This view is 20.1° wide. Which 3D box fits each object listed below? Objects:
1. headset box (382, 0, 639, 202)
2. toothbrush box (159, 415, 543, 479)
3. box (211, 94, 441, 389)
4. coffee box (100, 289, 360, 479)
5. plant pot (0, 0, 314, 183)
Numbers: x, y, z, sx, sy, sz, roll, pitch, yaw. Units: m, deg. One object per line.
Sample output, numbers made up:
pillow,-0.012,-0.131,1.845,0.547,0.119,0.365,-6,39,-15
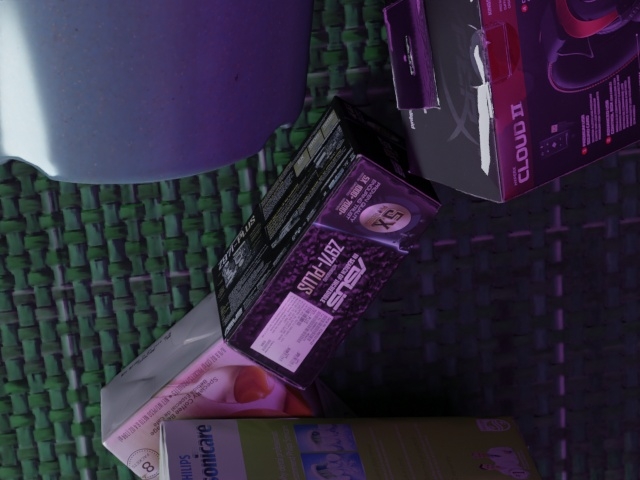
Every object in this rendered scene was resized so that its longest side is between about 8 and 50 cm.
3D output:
headset box,0.168,-0.172,1.293,0.293,0.110,0.218,-25,117,-30
toothbrush box,0.017,0.252,1.396,0.283,0.122,0.206,-1,112,-9
box,0.000,0.000,1.386,0.077,0.147,0.180,31,104,-18
coffee box,-0.045,0.176,1.477,0.141,0.098,0.246,-42,112,10
plant pot,-0.134,-0.238,1.190,0.341,0.341,0.334,-4,120,-6
